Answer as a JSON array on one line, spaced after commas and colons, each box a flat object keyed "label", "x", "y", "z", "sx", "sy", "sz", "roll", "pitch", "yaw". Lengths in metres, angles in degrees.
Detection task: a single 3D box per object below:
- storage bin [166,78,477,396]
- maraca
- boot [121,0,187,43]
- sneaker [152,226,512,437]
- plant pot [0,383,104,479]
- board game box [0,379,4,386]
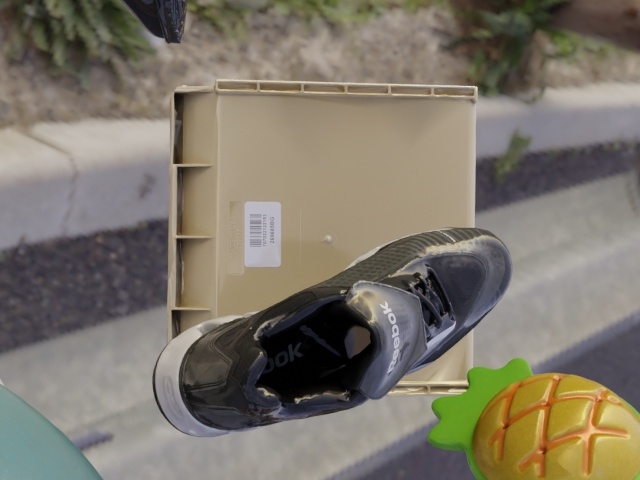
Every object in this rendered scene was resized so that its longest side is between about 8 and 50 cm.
[{"label": "storage bin", "x": 0.000, "y": 0.000, "z": 1.338, "sx": 0.123, "sy": 0.260, "sz": 0.262, "roll": 180, "pitch": -89, "yaw": -83}, {"label": "maraca", "x": 0.163, "y": 0.146, "z": 1.175, "sx": 0.127, "sy": 0.186, "sz": 0.099, "roll": -35, "pitch": 130, "yaw": -26}, {"label": "boot", "x": -0.253, "y": -0.299, "z": 1.623, "sx": 0.246, "sy": 0.207, "sz": 0.094, "roll": 78, "pitch": 15, "yaw": -56}, {"label": "sneaker", "x": 0.028, "y": 0.050, "z": 0.875, "sx": 0.234, "sy": 0.106, "sz": 0.078, "roll": -21, "pitch": 96, "yaw": -28}, {"label": "plant pot", "x": -0.184, "y": 0.165, "z": 0.490, "sx": 0.235, "sy": 0.293, "sz": 0.293, "roll": -65, "pitch": 161, "yaw": -47}, {"label": "board game box", "x": -0.336, "y": 0.149, "z": 1.219, "sx": 0.142, "sy": 0.275, "sz": 0.144, "roll": -49, "pitch": 152, "yaw": 23}]
